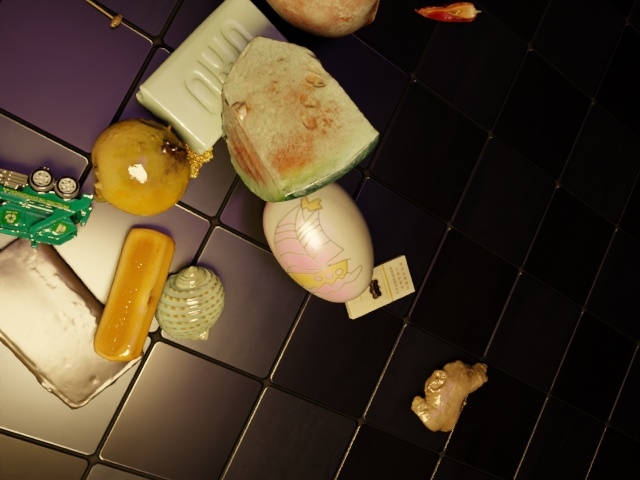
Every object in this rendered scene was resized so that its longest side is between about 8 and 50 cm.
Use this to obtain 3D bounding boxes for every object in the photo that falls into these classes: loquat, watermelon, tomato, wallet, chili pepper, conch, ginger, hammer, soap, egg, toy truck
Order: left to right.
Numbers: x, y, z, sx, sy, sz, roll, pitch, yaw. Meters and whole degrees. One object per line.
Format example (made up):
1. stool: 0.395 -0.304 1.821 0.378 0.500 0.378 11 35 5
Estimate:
1. toy truck: -0.494 -0.057 0.895 0.215 0.110 0.116 16 69 -21
2. wallet: -0.470 0.145 0.968 0.165 0.042 0.310 -40 108 -17
3. hammer: -0.412 -0.426 0.973 0.123 0.014 0.029 34 72 -18
4. loquat: -0.322 -0.122 0.961 0.204 0.149 0.172 -29 131 14
5. conch: -0.249 0.122 1.032 0.135 0.102 0.153 2 93 -8
6. soap: -0.192 -0.311 1.022 0.160 0.087 0.265 44 74 -18
7. watermelon: -0.061 -0.218 0.935 0.228 0.387 0.258 -29 116 -7
8. egg: 0.000 0.000 1.074 0.196 0.196 0.271 -23 98 -20
9. tomato: 0.022 -0.534 0.987 0.282 0.316 0.317 19 86 -4
10. chili pepper: 0.289 -0.519 1.251 0.178 0.027 0.045 -11 93 -22
11. ginger: 0.309 0.350 1.290 0.213 0.074 0.137 -44 117 -10

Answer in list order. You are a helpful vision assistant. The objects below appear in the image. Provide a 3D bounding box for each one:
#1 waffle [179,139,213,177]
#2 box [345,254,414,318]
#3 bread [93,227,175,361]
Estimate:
1. waffle: -0.247 -0.166 1.056 0.085 0.016 0.078 -40 107 -18
2. box: 0.128 0.103 1.224 0.166 0.024 0.090 -21 101 -20
3. bread: -0.333 0.098 0.984 0.092 0.074 0.239 14 75 0
